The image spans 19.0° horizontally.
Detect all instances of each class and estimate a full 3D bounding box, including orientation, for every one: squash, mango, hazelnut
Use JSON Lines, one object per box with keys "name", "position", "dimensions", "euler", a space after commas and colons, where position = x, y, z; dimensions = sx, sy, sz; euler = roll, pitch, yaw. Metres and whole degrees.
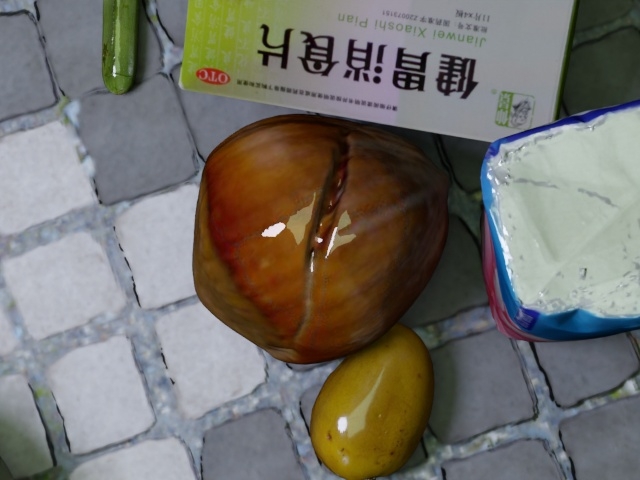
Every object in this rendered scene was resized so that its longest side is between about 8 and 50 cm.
{"name": "squash", "position": [-0.145, -0.147, 1.382], "dimensions": [0.027, 0.027, 0.083], "euler": [0, 83, 4]}
{"name": "mango", "position": [0.037, 0.112, 1.326], "dimensions": [0.080, 0.060, 0.114], "euler": [17, 82, 2]}
{"name": "hazelnut", "position": [0.000, 0.000, 1.287], "dimensions": [0.182, 0.182, 0.182], "euler": [0, 84, 4]}

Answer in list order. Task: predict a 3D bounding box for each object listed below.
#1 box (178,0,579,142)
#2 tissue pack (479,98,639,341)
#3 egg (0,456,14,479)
{"name": "box", "position": [0.043, -0.170, 1.277], "dimensions": [0.260, 0.062, 0.175], "euler": [10, 113, 5]}
{"name": "tissue pack", "position": [0.209, -0.009, 1.223], "dimensions": [0.209, 0.269, 0.137], "euler": [-15, 82, 1]}
{"name": "egg", "position": [-0.291, 0.199, 1.273], "dimensions": [0.186, 0.186, 0.253], "euler": [-33, 81, 0]}
